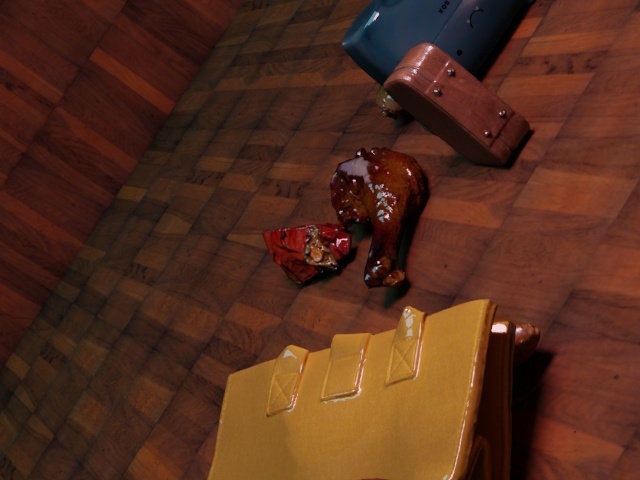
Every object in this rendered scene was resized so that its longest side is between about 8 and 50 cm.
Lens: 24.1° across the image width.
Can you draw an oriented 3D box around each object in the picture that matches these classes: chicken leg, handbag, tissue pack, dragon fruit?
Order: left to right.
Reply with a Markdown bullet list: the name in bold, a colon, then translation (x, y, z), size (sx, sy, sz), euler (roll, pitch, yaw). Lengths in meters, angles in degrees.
- **dragon fruit**: translation (0.000, 0.020, 2.364), size (0.192, 0.122, 0.092), euler (-5, 92, 60)
- **handbag**: translation (0.042, 0.229, 1.677), size (0.401, 0.133, 0.283), euler (-21, 50, 39)
- **chicken leg**: translation (0.083, -0.057, 2.224), size (0.158, 0.096, 0.407), euler (-51, 21, 16)
- **chicken leg**: translation (0.150, -0.277, 2.467), size (0.198, 0.069, 0.085), euler (-57, -3, -28)
- **tissue pack**: translation (0.188, -0.354, 2.325), size (0.287, 0.206, 0.198), euler (-55, 11, -6)
- **handbag**: translation (0.181, -0.185, 2.065), size (0.072, 0.193, 0.151), euler (-56, 15, -7)

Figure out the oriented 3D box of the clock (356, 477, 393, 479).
- **clock**: translation (0.046, 0.387, 1.432), size (0.318, 0.080, 0.318), euler (-16, 66, 40)

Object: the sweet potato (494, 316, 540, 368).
- **sweet potato**: translation (0.161, 0.133, 1.748), size (0.251, 0.097, 0.097), euler (-19, 40, 55)
